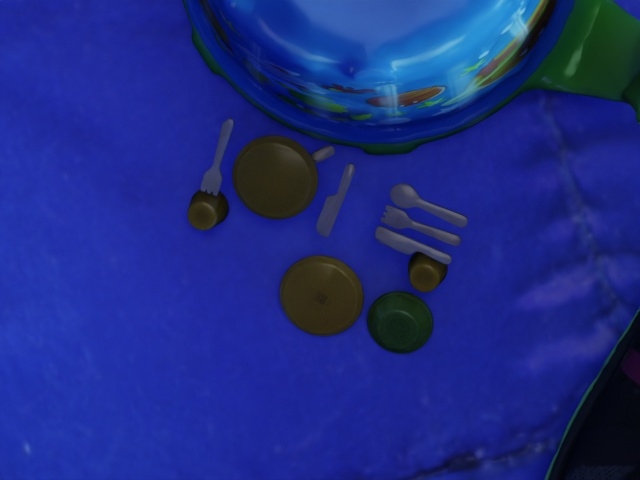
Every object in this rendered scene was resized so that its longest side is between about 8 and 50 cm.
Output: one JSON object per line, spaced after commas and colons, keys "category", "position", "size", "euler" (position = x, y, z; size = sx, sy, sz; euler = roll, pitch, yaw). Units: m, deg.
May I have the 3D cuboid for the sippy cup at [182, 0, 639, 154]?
{"category": "sippy cup", "position": [0.027, -0.161, 0.880], "size": [0.305, 0.224, 0.240], "euler": [-8, 93, 4]}

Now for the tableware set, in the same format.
{"category": "tableware set", "position": [0.000, 0.000, 0.976], "size": [0.154, 0.024, 0.104], "euler": [22, 109, 2]}

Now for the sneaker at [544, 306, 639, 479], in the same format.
{"category": "sneaker", "position": [0.231, 0.087, 0.891], "size": [0.185, 0.202, 0.483], "euler": [16, 85, 1]}
